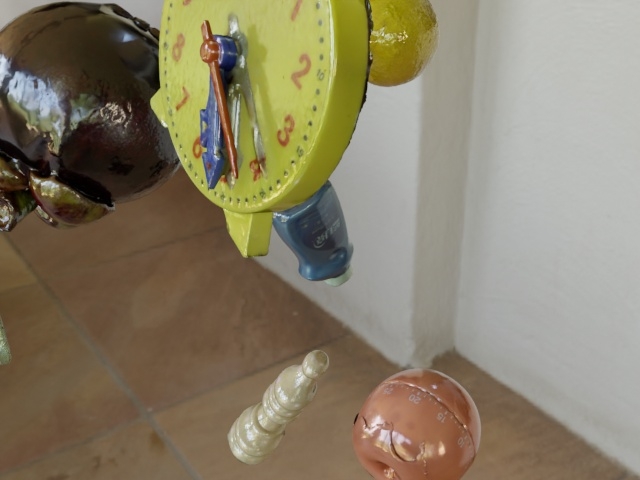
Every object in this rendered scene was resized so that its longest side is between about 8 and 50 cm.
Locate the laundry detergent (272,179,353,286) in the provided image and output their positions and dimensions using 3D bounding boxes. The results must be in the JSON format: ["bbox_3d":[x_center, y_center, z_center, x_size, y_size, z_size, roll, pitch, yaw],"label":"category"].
[{"bbox_3d":[0.000,0.000,1.775,0.094,0.290,0.143,27,65,40],"label":"laundry detergent"}]

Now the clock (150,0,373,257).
[{"bbox_3d":[-0.073,-0.158,0.746,0.071,0.294,0.277,-5,42,-39],"label":"clock"}]

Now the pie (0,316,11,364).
[{"bbox_3d":[-0.419,0.121,1.115,0.019,0.085,0.084,-17,31,-22],"label":"pie"}]

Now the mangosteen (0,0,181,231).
[{"bbox_3d":[-0.339,-0.156,1.177,0.306,0.347,0.307,33,-4,3],"label":"mangosteen"}]

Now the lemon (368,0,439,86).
[{"bbox_3d":[0.122,-0.368,1.533,0.186,0.187,0.244,10,17,20],"label":"lemon"}]

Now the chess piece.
[{"bbox_3d":[-0.080,0.352,1.876,0.138,0.307,0.124,-1,49,-43],"label":"chess piece"}]

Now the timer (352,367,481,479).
[{"bbox_3d":[0.180,0.361,1.606,0.229,0.230,0.215,22,48,38],"label":"timer"}]
